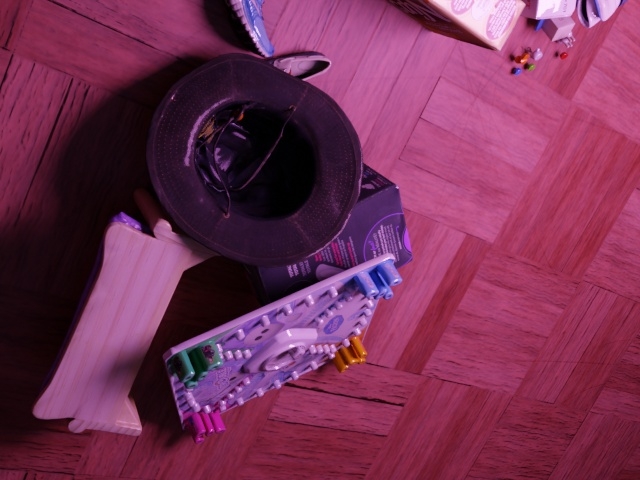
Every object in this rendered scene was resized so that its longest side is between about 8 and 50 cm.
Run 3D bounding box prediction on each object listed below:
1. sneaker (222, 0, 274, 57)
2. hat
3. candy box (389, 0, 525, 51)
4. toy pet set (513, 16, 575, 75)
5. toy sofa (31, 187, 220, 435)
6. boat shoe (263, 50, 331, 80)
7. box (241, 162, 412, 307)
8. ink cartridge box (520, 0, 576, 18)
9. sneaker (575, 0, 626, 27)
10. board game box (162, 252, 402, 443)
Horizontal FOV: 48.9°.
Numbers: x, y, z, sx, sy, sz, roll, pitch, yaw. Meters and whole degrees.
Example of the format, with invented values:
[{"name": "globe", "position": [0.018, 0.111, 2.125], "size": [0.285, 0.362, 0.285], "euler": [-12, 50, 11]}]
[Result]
[{"name": "sneaker", "position": [-0.099, -0.345, 1.033], "size": [0.073, 0.063, 0.162], "euler": [-34, 126, -14]}, {"name": "hat", "position": [-0.108, -0.110, 1.082], "size": [0.331, 0.134, 0.332], "euler": [3, 83, -21]}, {"name": "candy box", "position": [0.136, -0.406, 1.056], "size": [0.316, 0.183, 0.088], "euler": [22, 103, -35]}, {"name": "toy pet set", "position": [0.414, -0.384, 1.315], "size": [0.122, 0.065, 0.114], "euler": [-21, 157, -16]}, {"name": "toy sofa", "position": [-0.310, 0.109, 1.088], "size": [0.177, 0.150, 0.363], "euler": [18, 104, -31]}, {"name": "boat shoe", "position": [-0.050, -0.266, 1.111], "size": [0.137, 0.043, 0.049], "euler": [-21, 124, -17]}, {"name": "box", "position": [0.000, 0.000, 1.208], "size": [0.270, 0.143, 0.165], "euler": [-26, 124, -15]}, {"name": "ink cartridge box", "position": [0.320, -0.443, 1.135], "size": [0.082, 0.190, 0.140], "euler": [-12, 119, -24]}, {"name": "sneaker", "position": [0.569, -0.488, 1.299], "size": [0.322, 0.130, 0.236], "euler": [19, 109, -36]}, {"name": "board game box", "position": [-0.062, 0.201, 1.210], "size": [0.389, 0.050, 0.390], "euler": [-23, 155, -18]}]
